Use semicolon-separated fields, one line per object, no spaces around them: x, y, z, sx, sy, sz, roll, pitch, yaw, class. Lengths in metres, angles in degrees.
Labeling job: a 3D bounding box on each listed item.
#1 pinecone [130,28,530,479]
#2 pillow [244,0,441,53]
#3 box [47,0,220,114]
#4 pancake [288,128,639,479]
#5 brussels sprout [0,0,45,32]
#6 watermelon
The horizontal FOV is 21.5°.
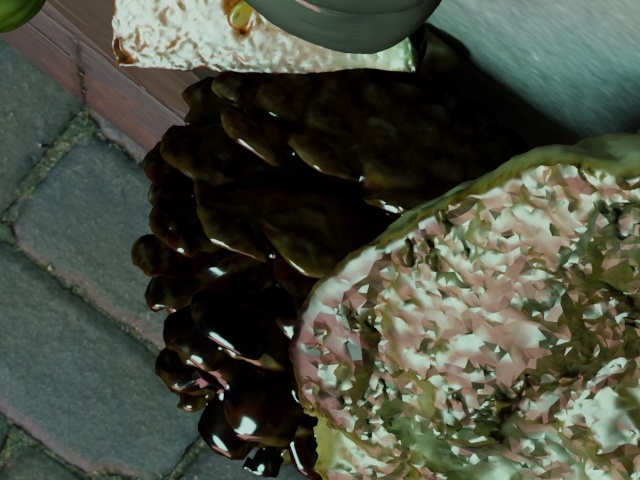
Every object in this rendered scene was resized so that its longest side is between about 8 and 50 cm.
0.000;0.000;0.934;0.224;0.272;0.224;20;-149;-13;pinecone
-0.075;-0.197;0.557;0.326;0.101;0.228;36;173;-2;pillow
-0.096;-0.153;1.062;0.215;0.086;0.215;30;170;49;box
0.152;0.102;0.771;0.356;0.065;0.356;13;125;20;pancake
-0.308;-0.244;1.328;0.223;0.161;0.223;30;-163;-10;brussels sprout
-0.040;-0.154;0.747;0.193;0.137;0.145;30;135;52;watermelon
